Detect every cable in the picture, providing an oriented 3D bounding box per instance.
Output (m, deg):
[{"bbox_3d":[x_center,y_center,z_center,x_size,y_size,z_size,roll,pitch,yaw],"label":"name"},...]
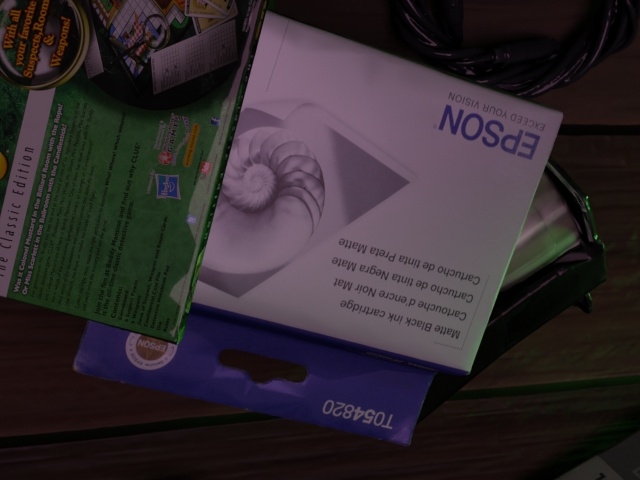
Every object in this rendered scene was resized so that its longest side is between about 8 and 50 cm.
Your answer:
[{"bbox_3d":[0.134,-0.161,0.890,0.184,0.047,0.151,31,94,-31],"label":"cable"}]

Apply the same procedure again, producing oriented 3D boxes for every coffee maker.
[{"bbox_3d":[0.092,0.040,0.904,0.178,0.120,0.171,-36,120,-8],"label":"coffee maker"}]

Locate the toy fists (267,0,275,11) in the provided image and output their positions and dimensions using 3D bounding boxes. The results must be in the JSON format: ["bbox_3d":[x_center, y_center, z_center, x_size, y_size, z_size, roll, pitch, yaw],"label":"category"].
[{"bbox_3d":[-0.159,-0.120,0.748,0.279,0.096,0.142,1,100,-23],"label":"toy fists"}]

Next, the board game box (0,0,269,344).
[{"bbox_3d":[-0.102,-0.090,0.682,0.136,0.030,0.260,15,97,-1],"label":"board game box"}]

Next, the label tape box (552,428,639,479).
[{"bbox_3d":[0.280,0.248,0.989,0.333,0.240,0.106,-27,129,-14],"label":"label tape box"}]

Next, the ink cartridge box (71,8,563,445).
[{"bbox_3d":[0.000,0.000,0.765,0.223,0.045,0.224,15,100,-23],"label":"ink cartridge box"}]
